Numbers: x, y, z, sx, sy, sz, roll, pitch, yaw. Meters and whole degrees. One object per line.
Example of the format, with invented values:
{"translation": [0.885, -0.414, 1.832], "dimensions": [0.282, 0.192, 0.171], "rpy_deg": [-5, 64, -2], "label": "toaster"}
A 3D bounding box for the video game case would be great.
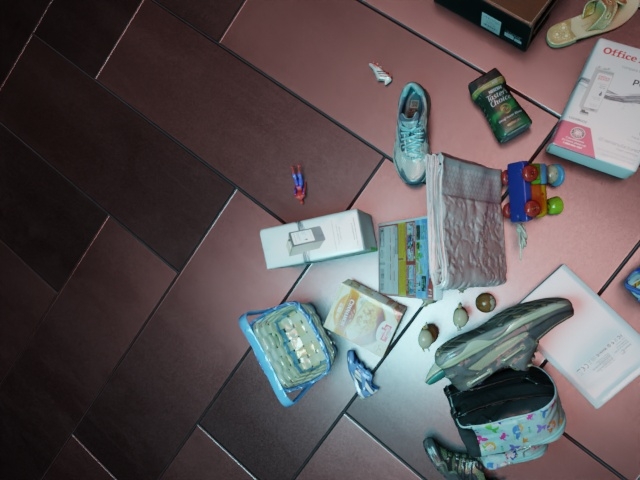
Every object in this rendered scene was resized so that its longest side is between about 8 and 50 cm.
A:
{"translation": [0.224, 0.046, 1.386], "dimensions": [0.025, 0.285, 0.203], "rpy_deg": [1, 87, -21], "label": "video game case"}

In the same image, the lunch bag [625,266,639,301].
{"translation": [0.822, 0.081, 1.175], "dimensions": [0.243, 0.303, 0.115], "rpy_deg": [-40, 86, 10], "label": "lunch bag"}

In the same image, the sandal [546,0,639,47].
{"translation": [0.701, -0.573, 1.360], "dimensions": [0.240, 0.079, 0.088], "rpy_deg": [-24, 81, 14], "label": "sandal"}

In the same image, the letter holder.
{"translation": [0.476, -0.684, 1.397], "dimensions": [0.302, 0.152, 0.214], "rpy_deg": [37, 95, 15], "label": "letter holder"}

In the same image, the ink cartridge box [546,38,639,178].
{"translation": [0.720, -0.324, 1.321], "dimensions": [0.207, 0.117, 0.282], "rpy_deg": [24, 94, 16], "label": "ink cartridge box"}

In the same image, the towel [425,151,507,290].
{"translation": [0.367, -0.040, 1.311], "dimensions": [0.054, 0.332, 0.316], "rpy_deg": [-5, 85, 43], "label": "towel"}

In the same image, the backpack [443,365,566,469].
{"translation": [0.460, 0.420, 1.309], "dimensions": [0.254, 0.225, 0.191], "rpy_deg": [-24, 103, 10], "label": "backpack"}

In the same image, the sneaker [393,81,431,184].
{"translation": [0.243, -0.294, 1.458], "dimensions": [0.110, 0.122, 0.282], "rpy_deg": [-2, 87, 17], "label": "sneaker"}

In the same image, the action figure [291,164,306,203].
{"translation": [-0.063, -0.165, 1.590], "dimensions": [0.038, 0.030, 0.115], "rpy_deg": [-7, 90, 21], "label": "action figure"}

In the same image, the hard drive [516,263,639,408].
{"translation": [0.654, 0.238, 1.352], "dimensions": [0.203, 0.040, 0.307], "rpy_deg": [-45, 76, 10], "label": "hard drive"}

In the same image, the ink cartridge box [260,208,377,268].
{"translation": [0.000, 0.000, 1.474], "dimensions": [0.273, 0.198, 0.114], "rpy_deg": [-11, 85, 16], "label": "ink cartridge box"}

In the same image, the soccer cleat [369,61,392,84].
{"translation": [0.168, -0.480, 1.539], "dimensions": [0.083, 0.029, 0.035], "rpy_deg": [40, 94, 10], "label": "soccer cleat"}

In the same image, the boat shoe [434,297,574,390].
{"translation": [0.460, 0.255, 1.317], "dimensions": [0.356, 0.132, 0.130], "rpy_deg": [-27, 90, 5], "label": "boat shoe"}

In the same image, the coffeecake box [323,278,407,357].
{"translation": [0.123, 0.212, 1.475], "dimensions": [0.186, 0.068, 0.142], "rpy_deg": [26, 106, 16], "label": "coffeecake box"}

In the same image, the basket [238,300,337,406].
{"translation": [-0.087, 0.293, 1.437], "dimensions": [0.201, 0.289, 0.254], "rpy_deg": [-31, 79, 16], "label": "basket"}

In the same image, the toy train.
{"translation": [0.555, -0.078, 1.365], "dimensions": [0.144, 0.105, 0.247], "rpy_deg": [-5, 91, -18], "label": "toy train"}

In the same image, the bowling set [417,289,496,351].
{"translation": [0.351, 0.142, 1.387], "dimensions": [0.200, 0.154, 0.286], "rpy_deg": [-3, 87, 16], "label": "bowling set"}

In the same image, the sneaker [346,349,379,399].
{"translation": [0.116, 0.370, 1.499], "dimensions": [0.059, 0.053, 0.144], "rpy_deg": [-23, 90, 15], "label": "sneaker"}

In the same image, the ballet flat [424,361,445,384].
{"translation": [0.345, 0.325, 1.441], "dimensions": [0.168, 0.057, 0.052], "rpy_deg": [-35, 50, 8], "label": "ballet flat"}

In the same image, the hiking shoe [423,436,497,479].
{"translation": [0.374, 0.587, 1.406], "dimensions": [0.227, 0.086, 0.114], "rpy_deg": [44, 86, 8], "label": "hiking shoe"}

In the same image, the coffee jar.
{"translation": [0.472, -0.359, 1.417], "dimensions": [0.096, 0.079, 0.184], "rpy_deg": [-31, 79, 13], "label": "coffee jar"}
